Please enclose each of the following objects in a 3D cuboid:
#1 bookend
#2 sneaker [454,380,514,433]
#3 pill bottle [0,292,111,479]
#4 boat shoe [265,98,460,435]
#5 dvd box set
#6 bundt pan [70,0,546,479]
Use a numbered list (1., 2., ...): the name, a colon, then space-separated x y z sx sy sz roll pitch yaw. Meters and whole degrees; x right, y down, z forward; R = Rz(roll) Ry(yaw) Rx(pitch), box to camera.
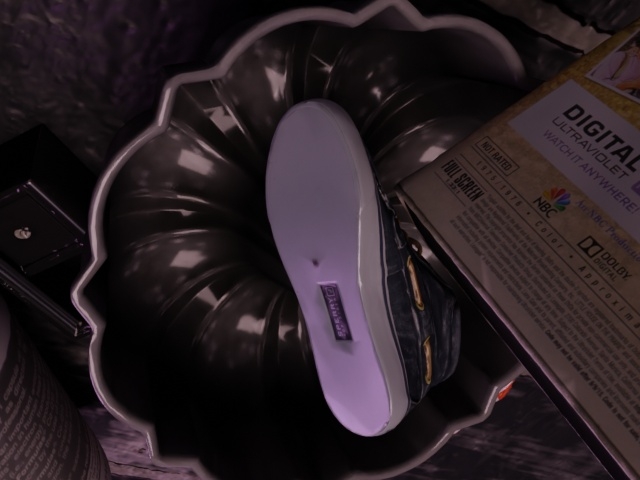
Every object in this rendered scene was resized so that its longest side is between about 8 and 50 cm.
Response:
1. bookend: -0.162 -0.019 0.617 0.157 0.072 0.156 -22 134 16
2. sneaker: 0.137 0.130 0.821 0.067 0.064 0.175 22 128 -14
3. pill bottle: -0.314 0.138 0.670 0.204 0.204 0.361 -9 137 3
4. boat shoe: 0.027 0.009 0.475 0.065 0.083 0.184 -2 105 39
5. dvd box set: 0.279 -0.045 0.386 0.420 0.308 0.062 -35 135 1
6. bundt pan: 0.000 0.000 0.561 0.330 0.124 0.331 -9 115 -19
